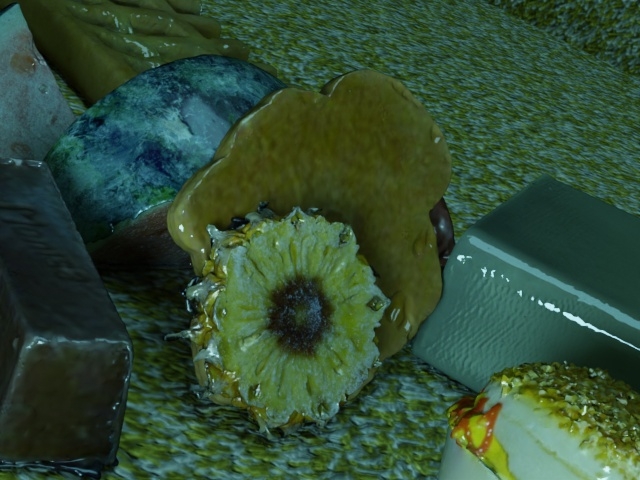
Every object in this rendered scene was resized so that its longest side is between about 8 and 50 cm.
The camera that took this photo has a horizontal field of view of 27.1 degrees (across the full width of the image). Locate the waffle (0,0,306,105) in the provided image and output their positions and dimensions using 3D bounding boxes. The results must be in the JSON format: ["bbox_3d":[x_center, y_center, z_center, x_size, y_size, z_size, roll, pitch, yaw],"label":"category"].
[{"bbox_3d":[-0.219,-0.240,1.719,0.304,0.077,0.348,-1,34,-42],"label":"waffle"}]

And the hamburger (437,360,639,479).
[{"bbox_3d":[0.219,0.200,0.992,0.294,0.179,0.276,28,-2,20],"label":"hamburger"}]

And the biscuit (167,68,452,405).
[{"bbox_3d":[-0.003,0.001,1.221,0.269,0.051,0.376,49,57,-18],"label":"biscuit"}]

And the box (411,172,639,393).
[{"bbox_3d":[0.319,0.094,1.397,0.344,0.177,0.352,29,25,16],"label":"box"}]

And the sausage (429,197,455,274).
[{"bbox_3d":[0.055,-0.032,1.440,0.152,0.152,0.279,12,24,-24],"label":"sausage"}]

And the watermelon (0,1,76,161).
[{"bbox_3d":[-0.331,-0.131,1.431,0.207,0.136,0.202,57,9,-86],"label":"watermelon"}]

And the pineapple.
[{"bbox_3d":[-0.029,0.065,1.131,0.221,0.221,0.047,6,-11,-35],"label":"pineapple"}]

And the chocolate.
[{"bbox_3d":[-0.233,0.046,1.064,0.112,0.112,0.321,7,28,-28],"label":"chocolate"}]

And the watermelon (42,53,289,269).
[{"bbox_3d":[-0.126,-0.041,1.291,0.318,0.226,0.148,-32,52,-22],"label":"watermelon"}]
